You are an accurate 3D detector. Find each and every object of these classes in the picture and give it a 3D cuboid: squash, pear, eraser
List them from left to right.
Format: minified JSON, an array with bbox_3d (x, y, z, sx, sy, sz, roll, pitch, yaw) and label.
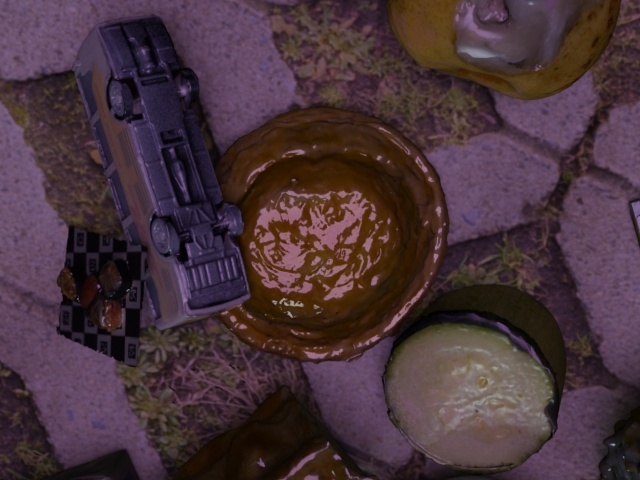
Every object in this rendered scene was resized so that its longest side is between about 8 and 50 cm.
[{"bbox_3d":[0.183,0.164,1.437,0.220,0.133,0.220,4,110,10],"label":"squash"},{"bbox_3d":[0.204,-0.288,1.294,0.271,0.271,0.271,0,98,0],"label":"pear"},{"bbox_3d":[0.401,-0.012,1.441,0.038,0.019,0.083,-17,97,3],"label":"eraser"}]

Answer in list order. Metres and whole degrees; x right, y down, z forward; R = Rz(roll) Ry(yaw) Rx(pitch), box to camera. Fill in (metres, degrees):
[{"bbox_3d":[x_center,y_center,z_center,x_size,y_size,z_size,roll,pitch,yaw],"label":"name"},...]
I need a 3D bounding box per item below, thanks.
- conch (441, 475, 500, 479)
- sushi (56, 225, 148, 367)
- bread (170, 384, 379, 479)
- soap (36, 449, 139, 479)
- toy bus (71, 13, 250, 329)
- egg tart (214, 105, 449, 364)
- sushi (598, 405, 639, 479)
[{"bbox_3d":[0.183,0.359,1.433,0.221,0.121,0.185,6,122,21],"label":"conch"},{"bbox_3d":[-0.267,0.060,1.373,0.031,0.201,0.139,2,96,-39],"label":"sushi"},{"bbox_3d":[-0.057,0.319,1.395,0.252,0.238,0.196,-44,129,-1],"label":"bread"},{"bbox_3d":[-0.289,0.378,1.431,0.182,0.138,0.199,-21,97,2],"label":"soap"},{"bbox_3d":[-0.178,-0.075,1.344,0.097,0.138,0.342,-16,83,-31],"label":"toy bus"},{"bbox_3d":[0.000,0.000,1.389,0.319,0.128,0.319,0,99,-2],"label":"egg tart"},{"bbox_3d":[0.471,0.347,1.321,0.240,0.351,0.396,-17,99,2],"label":"sushi"}]
